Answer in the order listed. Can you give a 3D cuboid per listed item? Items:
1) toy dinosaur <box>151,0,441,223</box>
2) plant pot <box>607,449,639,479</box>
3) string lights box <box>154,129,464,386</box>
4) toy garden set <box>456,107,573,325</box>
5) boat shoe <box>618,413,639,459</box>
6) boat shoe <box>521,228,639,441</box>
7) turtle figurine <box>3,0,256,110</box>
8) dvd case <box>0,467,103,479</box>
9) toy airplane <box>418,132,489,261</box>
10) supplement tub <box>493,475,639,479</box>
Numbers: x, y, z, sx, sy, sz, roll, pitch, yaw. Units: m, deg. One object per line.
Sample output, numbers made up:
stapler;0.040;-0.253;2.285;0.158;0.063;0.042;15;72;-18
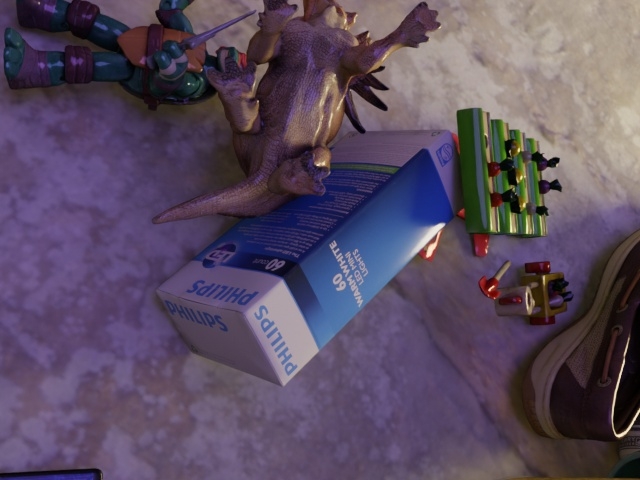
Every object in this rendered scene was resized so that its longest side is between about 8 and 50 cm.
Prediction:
toy dinosaur;-0.019;-0.105;0.662;0.127;0.200;0.296;31;77;-2
plant pot;0.441;0.269;0.691;0.255;0.271;0.272;-18;84;-19
string lights box;0.000;0.000;0.682;0.259;0.133;0.077;-42;120;-29
toy garden set;0.201;-0.013;0.770;0.244;0.049;0.204;1;84;-62
boat shoe;0.467;0.245;0.879;0.301;0.108;0.102;25;67;-11
boat shoe;0.357;0.089;0.838;0.342;0.123;0.123;-37;108;-29
turtle figurine;-0.140;-0.168;0.674;0.234;0.118;0.175;2;40;-13
dvd case;-0.246;0.294;0.546;0.180;0.022;0.253;5;73;-27
toy airplane;0.142;-0.037;0.833;0.151;0.028;0.151;7;74;-25
supplement tub;0.203;0.300;0.583;0.240;0.331;0.241;6;73;-20
